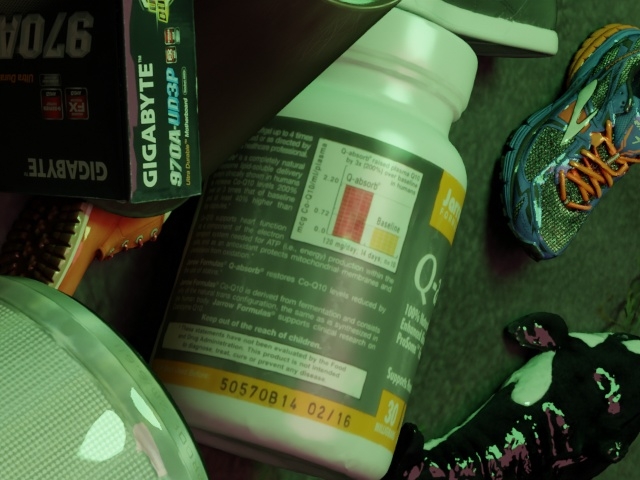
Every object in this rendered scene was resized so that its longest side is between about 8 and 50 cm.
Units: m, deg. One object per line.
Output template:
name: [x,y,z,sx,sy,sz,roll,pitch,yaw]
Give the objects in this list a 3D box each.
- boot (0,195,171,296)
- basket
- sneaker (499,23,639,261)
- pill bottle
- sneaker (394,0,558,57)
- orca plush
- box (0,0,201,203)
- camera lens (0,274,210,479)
boot: [-0.132,-0.006,1.136,0.084,0.059,0.158,44,64,-40]
basket: [-0.058,-0.141,1.038,0.154,0.227,0.204,-3,76,-38]
sneaker: [0.207,-0.078,1.416,0.083,0.087,0.221,47,63,-34]
pill bottle: [0.000,0.000,1.185,0.162,0.162,0.278,26,76,-40]
sneaker: [0.060,-0.211,1.267,0.296,0.105,0.146,5,88,-48]
orca plush: [0.173,0.131,1.391,0.287,0.102,0.151,-1,94,-42]
box: [-0.151,-0.112,0.998,0.051,0.220,0.175,-8,100,-42]
camera lens: [-0.206,0.162,0.970,0.274,0.219,0.219,-34,115,-35]
